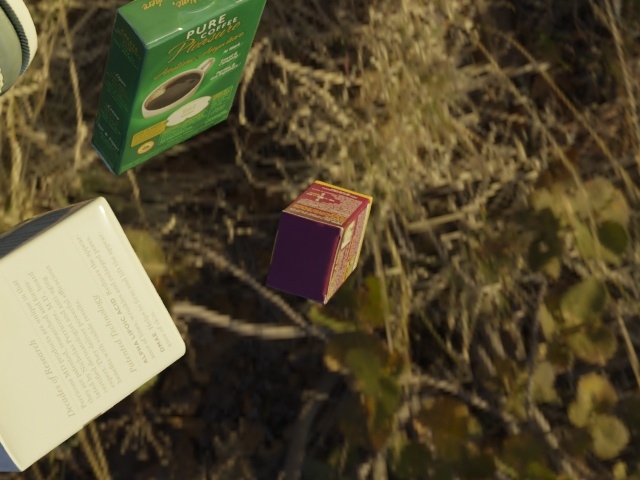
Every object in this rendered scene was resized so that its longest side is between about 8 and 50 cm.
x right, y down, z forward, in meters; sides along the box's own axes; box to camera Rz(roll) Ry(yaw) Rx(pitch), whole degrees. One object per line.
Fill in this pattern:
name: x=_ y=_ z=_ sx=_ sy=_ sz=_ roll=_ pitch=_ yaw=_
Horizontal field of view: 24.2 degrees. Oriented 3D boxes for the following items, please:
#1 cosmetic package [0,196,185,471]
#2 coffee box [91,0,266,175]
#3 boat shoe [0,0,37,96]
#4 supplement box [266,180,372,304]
cosmetic package: x=-0.245 y=0.079 z=1.227 sx=0.151 sy=0.183 sz=0.151 roll=-11 pitch=110 yaw=53
coffee box: x=-0.107 y=-0.128 z=1.110 sx=0.113 sy=0.040 sz=0.184 roll=-30 pitch=164 yaw=-25
boat shoe: x=-0.272 y=-0.131 z=0.669 sx=0.116 sy=0.099 sz=0.319 roll=-21 pitch=140 yaw=38
supplement box: x=0.000 y=0.000 z=0.978 sx=0.043 sy=0.083 sz=0.055 roll=17 pitch=109 yaw=10
